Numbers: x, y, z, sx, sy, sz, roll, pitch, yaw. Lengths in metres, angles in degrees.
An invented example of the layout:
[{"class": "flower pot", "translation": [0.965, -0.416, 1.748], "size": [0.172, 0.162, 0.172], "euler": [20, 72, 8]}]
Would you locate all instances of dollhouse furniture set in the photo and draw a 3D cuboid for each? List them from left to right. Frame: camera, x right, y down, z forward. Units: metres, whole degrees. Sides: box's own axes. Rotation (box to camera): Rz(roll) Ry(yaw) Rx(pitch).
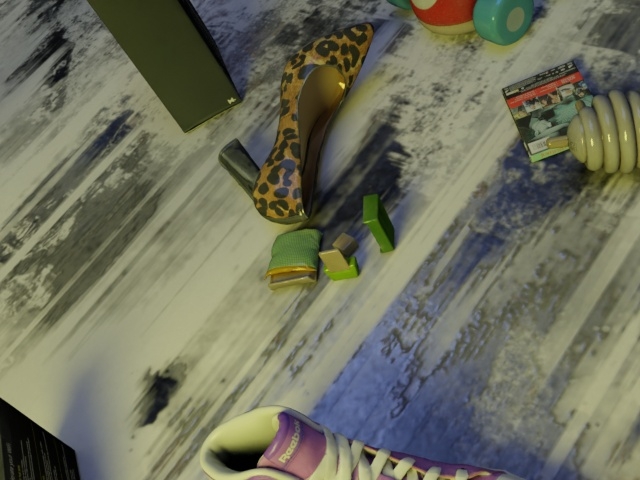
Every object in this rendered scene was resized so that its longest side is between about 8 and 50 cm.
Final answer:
[{"class": "dollhouse furniture set", "translation": [0.000, 0.000, 0.881], "size": [0.152, 0.058, 0.076], "euler": [-12, 48, 20]}]

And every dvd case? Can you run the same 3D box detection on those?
[{"class": "dvd case", "translation": [0.254, -0.143, 0.894], "size": [0.087, 0.013, 0.119], "euler": [-21, 45, 12]}]

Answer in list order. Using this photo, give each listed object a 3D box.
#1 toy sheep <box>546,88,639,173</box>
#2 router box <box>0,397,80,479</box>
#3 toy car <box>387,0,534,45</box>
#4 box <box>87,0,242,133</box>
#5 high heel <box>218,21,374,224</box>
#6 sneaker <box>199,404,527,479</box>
[{"class": "toy sheep", "translation": [0.287, -0.106, 0.795], "size": [0.132, 0.091, 0.091], "euler": [-13, 48, 14]}, {"class": "router box", "translation": [-0.274, 0.248, 0.770], "size": [0.046, 0.133, 0.179], "euler": [-32, 44, 0]}, {"class": "toy car", "translation": [0.175, -0.397, 0.995], "size": [0.210, 0.238, 0.219], "euler": [-43, 45, -10]}, {"class": "box", "translation": [-0.227, -0.305, 1.123], "size": [0.103, 0.261, 0.184], "euler": [-31, 44, 2]}, {"class": "high heel", "translation": [0.008, -0.138, 0.969], "size": [0.261, 0.093, 0.186], "euler": [-47, 44, 2]}, {"class": "sneaker", "translation": [0.034, 0.194, 0.627], "size": [0.282, 0.161, 0.102], "euler": [-3, 50, 25]}]
